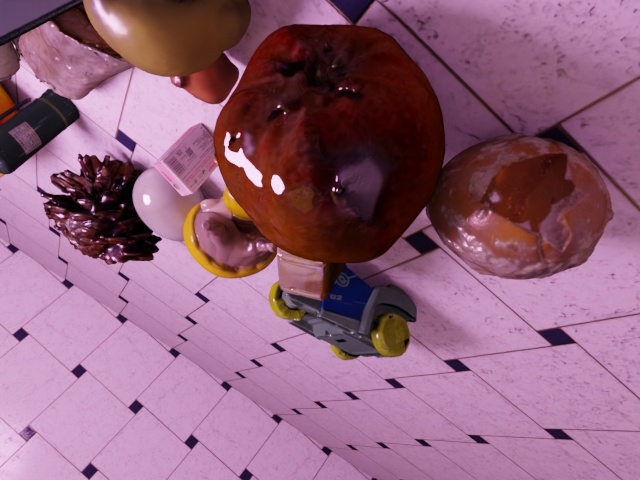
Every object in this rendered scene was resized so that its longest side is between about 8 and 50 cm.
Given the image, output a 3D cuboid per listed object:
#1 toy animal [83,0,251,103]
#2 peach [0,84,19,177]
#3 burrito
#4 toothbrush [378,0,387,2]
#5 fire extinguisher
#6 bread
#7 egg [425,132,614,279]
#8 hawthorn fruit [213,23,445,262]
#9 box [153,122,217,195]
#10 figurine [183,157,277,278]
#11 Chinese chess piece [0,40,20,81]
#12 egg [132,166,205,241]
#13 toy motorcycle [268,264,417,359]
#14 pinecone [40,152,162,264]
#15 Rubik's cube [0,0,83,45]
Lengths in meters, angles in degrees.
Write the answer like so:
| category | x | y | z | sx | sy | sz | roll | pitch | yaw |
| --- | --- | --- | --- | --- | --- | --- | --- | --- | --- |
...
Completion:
| category | x | y | z | sx | sy | sz | roll | pitch | yaw |
| --- | --- | --- | --- | --- | --- | --- | --- | --- | --- |
| toy animal | -0.205 | -0.332 | 0.622 | 0.216 | 0.191 | 0.338 | 30 | 148 | 4 |
| peach | -0.932 | -0.310 | 1.242 | 0.381 | 0.242 | 0.306 | -18 | 146 | 36 |
| burrito | -0.456 | -0.357 | 0.897 | 0.348 | 0.107 | 0.175 | 2 | 151 | 42 |
| toothbrush | 0.012 | -0.395 | 0.503 | 0.030 | 0.030 | 0.304 | 3 | 138 | 39 |
| fire extinguisher | -0.692 | -0.226 | 1.092 | 0.093 | 0.294 | 0.118 | -3 | 134 | 45 |
| bread | 0.001 | 0.001 | 0.914 | 0.110 | 0.192 | 0.209 | 18 | 144 | 9 |
| egg | 0.250 | -0.044 | 0.638 | 0.233 | 0.195 | 0.194 | 24 | 150 | 38 |
| hawthorn fruit | 0.011 | -0.109 | 0.644 | 0.308 | 0.308 | 0.324 | 26 | 138 | 9 |
| box | -0.260 | -0.163 | 0.971 | 0.043 | 0.125 | 0.089 | -3 | 133 | 45 |
| figurine | -0.171 | -0.051 | 1.015 | 0.215 | 0.187 | 0.343 | 22 | 143 | -7 |
| Chinese chess piece | -0.707 | -0.429 | 0.963 | 0.238 | 0.092 | 0.237 | 33 | 145 | 28 |
| egg | -0.348 | -0.082 | 1.135 | 0.151 | 0.151 | 0.209 | 11 | 148 | 30 |
| toy motorcycle | 0.044 | 0.134 | 1.079 | 0.327 | 0.199 | 0.191 | 33 | 150 | -24 |
| pinecone | -0.543 | -0.081 | 1.221 | 0.299 | 0.242 | 0.295 | 16 | 137 | 26 |
| Rubik's cube | -0.520 | -0.431 | 0.676 | 0.250 | 0.246 | 0.248 | 24 | 149 | 29 |
